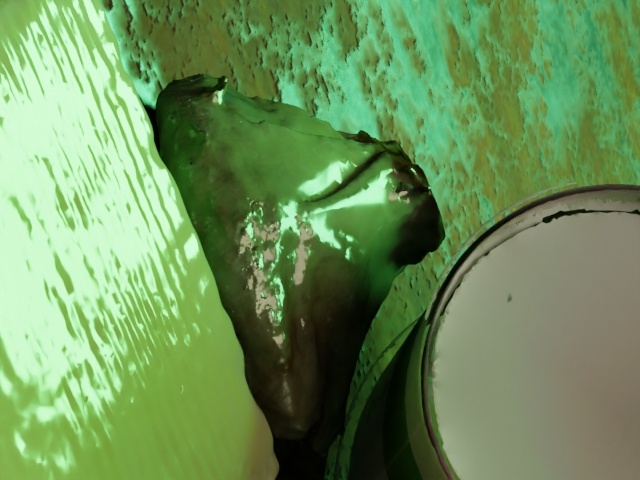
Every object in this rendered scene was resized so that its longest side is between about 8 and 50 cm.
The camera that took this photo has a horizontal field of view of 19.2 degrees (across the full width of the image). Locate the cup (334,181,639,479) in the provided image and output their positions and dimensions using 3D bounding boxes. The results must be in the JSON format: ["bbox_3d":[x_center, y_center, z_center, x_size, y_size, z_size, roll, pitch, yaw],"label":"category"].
[{"bbox_3d":[0.134,0.103,0.967,0.274,0.253,0.253,88,11,-73],"label":"cup"}]

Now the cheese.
[{"bbox_3d":[-0.151,0.049,0.766,0.242,0.124,0.265,-49,125,-50],"label":"cheese"}]

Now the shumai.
[{"bbox_3d":[0.000,0.000,0.936,0.201,0.120,0.201,-20,90,-87],"label":"shumai"}]
